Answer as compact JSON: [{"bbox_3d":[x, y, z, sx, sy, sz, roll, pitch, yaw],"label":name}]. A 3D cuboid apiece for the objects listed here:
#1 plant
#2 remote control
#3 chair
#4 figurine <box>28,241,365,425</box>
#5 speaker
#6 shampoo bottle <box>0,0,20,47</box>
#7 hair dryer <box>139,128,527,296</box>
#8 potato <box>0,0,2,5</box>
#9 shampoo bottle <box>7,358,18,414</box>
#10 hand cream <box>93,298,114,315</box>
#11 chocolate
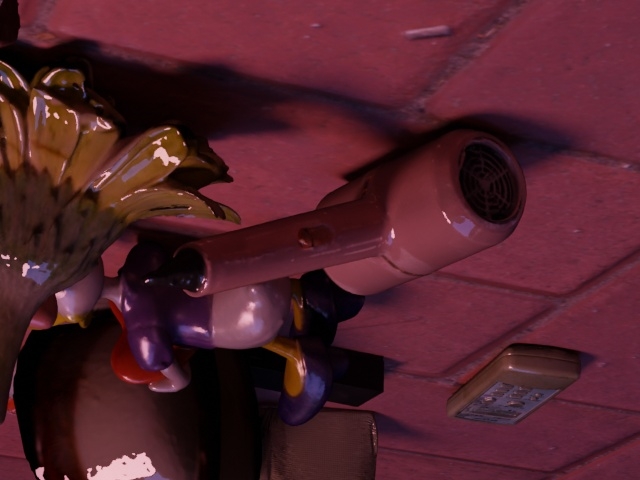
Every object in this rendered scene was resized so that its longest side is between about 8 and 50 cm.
[{"bbox_3d":[-0.250,-0.036,1.449,0.305,0.297,0.261,4,133,43],"label":"plant"},{"bbox_3d":[0.230,0.177,2.102,0.098,0.038,0.233,9,158,-12],"label":"remote control"},{"bbox_3d":[-0.092,0.267,2.215,0.319,0.160,0.186,3,160,6],"label":"chair"},{"bbox_3d":[-0.147,0.064,1.724,0.420,0.154,0.193,10,152,-21],"label":"figurine"},{"bbox_3d":[-0.039,0.149,2.062,0.218,0.044,0.082,12,157,-20],"label":"speaker"},{"bbox_3d":[-0.344,-0.166,1.294,0.236,0.068,0.067,-4,157,12],"label":"shampoo bottle"},{"bbox_3d":[0.000,0.000,1.446,0.344,0.107,0.189,-16,175,-41],"label":"hair dryer"},{"bbox_3d":[-0.311,-0.197,1.148,0.182,0.117,0.202,-42,150,-2],"label":"potato"},{"bbox_3d":[-0.339,0.172,2.150,0.108,0.051,0.221,12,156,-26],"label":"shampoo bottle"},{"bbox_3d":[-0.299,0.063,1.897,0.194,0.042,0.067,5,160,-18],"label":"hand cream"},{"bbox_3d":[-0.174,0.191,1.899,0.186,0.284,0.283,-25,148,22],"label":"chocolate"}]
